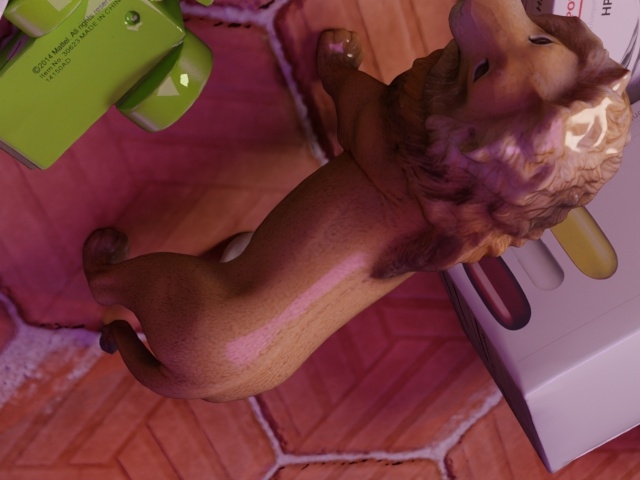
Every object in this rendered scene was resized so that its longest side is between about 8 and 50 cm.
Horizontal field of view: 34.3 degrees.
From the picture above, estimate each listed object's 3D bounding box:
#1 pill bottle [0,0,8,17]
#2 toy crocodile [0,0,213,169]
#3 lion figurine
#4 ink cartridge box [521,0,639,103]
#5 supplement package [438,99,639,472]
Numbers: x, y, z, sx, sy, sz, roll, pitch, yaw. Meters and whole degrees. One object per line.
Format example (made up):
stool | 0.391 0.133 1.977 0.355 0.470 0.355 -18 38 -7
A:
pill bottle | -0.275 -0.161 0.523 0.221 0.124 0.124 25 111 -29
toy crocodile | -0.085 -0.173 0.596 0.115 0.105 0.340 34 111 -31
lion figurine | 0.000 0.000 0.634 0.142 0.240 0.392 35 106 -31
ink cartridge box | 0.190 -0.149 0.708 0.180 0.060 0.104 -7 123 -13
supplement package | 0.232 0.021 0.734 0.261 0.145 0.204 -30 150 2
